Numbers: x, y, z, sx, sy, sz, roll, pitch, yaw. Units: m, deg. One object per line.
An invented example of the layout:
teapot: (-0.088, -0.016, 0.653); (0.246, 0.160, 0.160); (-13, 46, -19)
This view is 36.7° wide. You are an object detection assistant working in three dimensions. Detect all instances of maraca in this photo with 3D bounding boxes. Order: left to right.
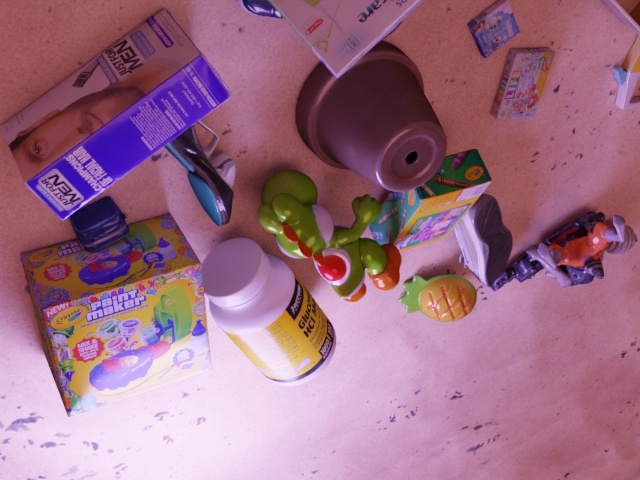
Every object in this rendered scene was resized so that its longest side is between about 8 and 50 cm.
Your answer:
maraca: (0.280, 0.134, 2.288); (0.185, 0.099, 0.127); (8, 113, -7)

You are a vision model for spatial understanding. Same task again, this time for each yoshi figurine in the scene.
yoshi figurine: (0.005, -0.025, 1.926); (0.362, 0.203, 0.203); (37, 83, -45)

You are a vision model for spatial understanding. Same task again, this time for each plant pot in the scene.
plant pot: (0.115, -0.208, 1.805); (0.263, 0.229, 0.263); (-17, 133, -19)

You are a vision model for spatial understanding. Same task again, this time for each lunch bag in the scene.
lunch bag: (-0.396, -0.029, 1.746); (0.098, 0.067, 0.065); (-27, 135, -12)

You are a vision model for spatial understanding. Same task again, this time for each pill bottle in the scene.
pill bottle: (-0.110, 0.146, 1.982); (0.188, 0.188, 0.334); (-36, 136, -1)

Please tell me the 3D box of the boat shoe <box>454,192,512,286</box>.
boat shoe: (0.364, -0.009, 2.231); (0.118, 0.103, 0.320); (-50, 144, -15)

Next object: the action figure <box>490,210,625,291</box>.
action figure: (0.589, 0.064, 2.340); (0.341, 0.178, 0.330); (-34, 164, 2)

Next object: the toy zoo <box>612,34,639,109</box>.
toy zoo: (0.790, -0.400, 2.212); (0.293, 0.030, 0.192); (-10, 129, -26)

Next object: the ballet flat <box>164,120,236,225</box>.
ballet flat: (-0.209, -0.141, 1.758); (0.096, 0.095, 0.280); (-42, 137, -13)

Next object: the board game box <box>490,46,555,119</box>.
board game box: (0.428, -0.333, 2.043); (0.103, 0.026, 0.154); (-8, 129, -26)

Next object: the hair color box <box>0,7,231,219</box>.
hair color box: (-0.333, -0.208, 1.555); (0.339, 0.185, 0.110); (-38, 136, 0)

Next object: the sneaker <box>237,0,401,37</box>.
sneaker: (0.010, -0.402, 1.632); (0.282, 0.153, 0.099); (-7, 128, -28)

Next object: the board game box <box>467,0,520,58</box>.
board game box: (0.347, -0.424, 1.922); (0.090, 0.020, 0.090); (-39, 136, 0)

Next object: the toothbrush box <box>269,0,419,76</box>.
toothbrush box: (0.009, -0.432, 1.523); (0.206, 0.122, 0.283); (-41, 95, 6)

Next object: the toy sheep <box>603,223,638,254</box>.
toy sheep: (0.758, -0.003, 2.482); (0.132, 0.091, 0.091); (-6, 128, -22)

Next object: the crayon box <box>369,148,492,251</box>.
crayon box: (0.222, -0.074, 2.004); (0.165, 0.081, 0.278); (-16, 160, -21)

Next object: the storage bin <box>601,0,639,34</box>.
storage bin: (0.670, -0.569, 1.932); (0.262, 0.123, 0.260); (26, 109, -42)

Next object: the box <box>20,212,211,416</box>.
box: (-0.378, 0.137, 1.816); (0.290, 0.177, 0.279); (-17, 131, -20)
